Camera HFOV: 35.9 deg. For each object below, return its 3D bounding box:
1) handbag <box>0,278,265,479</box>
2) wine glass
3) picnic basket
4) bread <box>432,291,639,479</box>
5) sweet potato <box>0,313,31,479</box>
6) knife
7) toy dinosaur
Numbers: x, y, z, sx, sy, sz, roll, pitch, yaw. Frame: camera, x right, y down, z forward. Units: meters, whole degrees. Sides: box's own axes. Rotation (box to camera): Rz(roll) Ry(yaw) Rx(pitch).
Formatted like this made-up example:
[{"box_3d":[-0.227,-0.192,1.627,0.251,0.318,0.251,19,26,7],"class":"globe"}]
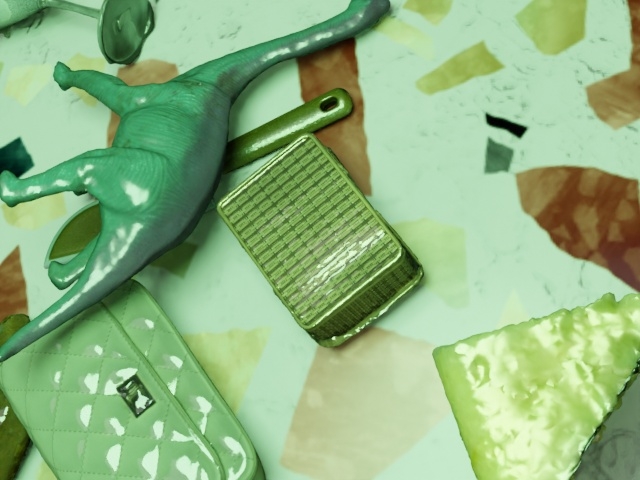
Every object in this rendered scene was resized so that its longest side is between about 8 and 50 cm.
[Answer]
[{"box_3d":[-0.191,0.172,0.842,0.219,0.079,0.256,-34,65,-14],"class":"handbag"},{"box_3d":[-0.271,-0.247,1.015,0.183,0.122,0.122,17,78,18],"class":"wine glass"},{"box_3d":[0.000,0.000,0.863,0.115,0.079,0.164,-38,66,3],"class":"picnic basket"},{"box_3d":[0.150,0.116,0.678,0.142,0.266,0.178,16,79,18],"class":"bread"},{"box_3d":[-0.306,0.180,0.915,0.081,0.062,0.233,13,74,22],"class":"sweet potato"},{"box_3d":[-0.122,-0.054,0.949,0.343,0.027,0.061,-24,70,9],"class":"knife"},{"box_3d":[-0.096,-0.074,0.870,0.331,0.129,0.383,-9,50,13],"class":"toy dinosaur"}]
